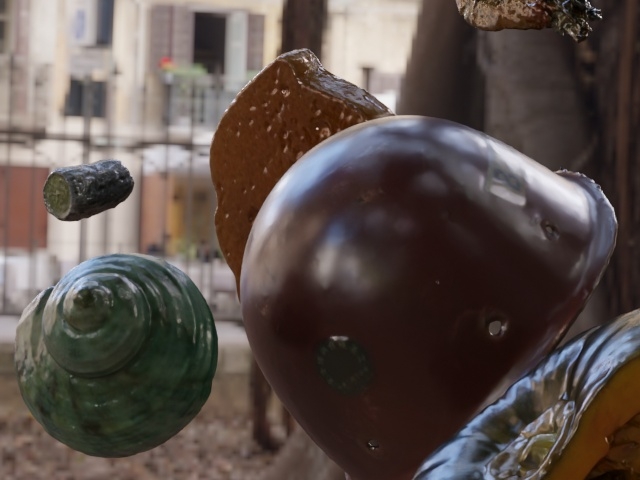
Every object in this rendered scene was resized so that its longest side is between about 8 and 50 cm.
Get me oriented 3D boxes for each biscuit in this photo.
[{"bbox_3d":[0.001,0.000,1.879,0.349,0.455,0.078,-4,8,45],"label":"biscuit"}]

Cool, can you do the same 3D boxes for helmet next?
[{"bbox_3d":[0.056,0.014,1.360,0.230,0.337,0.385,38,26,-14],"label":"helmet"}]

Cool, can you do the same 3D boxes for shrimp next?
[{"bbox_3d":[0.161,-0.191,1.206,0.043,0.091,0.184,30,9,-36],"label":"shrimp"}]

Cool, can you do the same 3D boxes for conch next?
[{"bbox_3d":[-0.166,0.088,1.224,0.176,0.188,0.122,33,40,17],"label":"conch"}]

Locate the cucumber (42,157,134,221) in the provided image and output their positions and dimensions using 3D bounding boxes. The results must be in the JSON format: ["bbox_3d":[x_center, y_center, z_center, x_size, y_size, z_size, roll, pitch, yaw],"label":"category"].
[{"bbox_3d":[-0.265,-0.059,1.814,0.064,0.064,0.112,2,13,36],"label":"cucumber"}]

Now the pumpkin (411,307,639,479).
[{"bbox_3d":[0.192,0.195,1.025,0.317,0.222,0.139,-42,10,-3],"label":"pumpkin"}]
